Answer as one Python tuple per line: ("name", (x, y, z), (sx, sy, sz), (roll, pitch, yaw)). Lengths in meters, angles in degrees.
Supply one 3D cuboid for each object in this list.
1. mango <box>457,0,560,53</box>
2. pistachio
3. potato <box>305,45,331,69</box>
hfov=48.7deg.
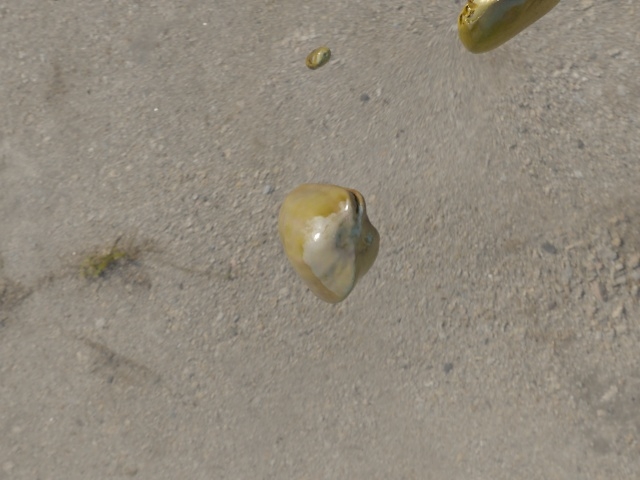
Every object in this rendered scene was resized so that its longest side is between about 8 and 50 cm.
("mango", (0.348, -0.451, 1.273), (0.262, 0.167, 0.130), (-42, 53, 24))
("pistachio", (0.000, 0.000, 1.306), (0.163, 0.260, 0.213), (9, 96, -28))
("potato", (-0.005, -0.408, 1.578), (0.040, 0.083, 0.051), (33, 74, -19))
